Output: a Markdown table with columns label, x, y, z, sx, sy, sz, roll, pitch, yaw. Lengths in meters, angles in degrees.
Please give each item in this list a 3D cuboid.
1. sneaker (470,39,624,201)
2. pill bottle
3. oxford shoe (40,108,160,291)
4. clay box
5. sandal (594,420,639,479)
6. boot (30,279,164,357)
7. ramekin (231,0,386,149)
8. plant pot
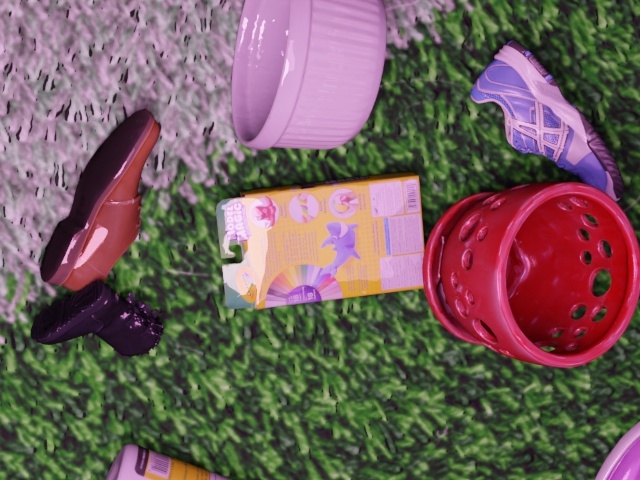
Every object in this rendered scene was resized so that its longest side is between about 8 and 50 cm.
| label | x | y | z | sx | sy | sz | roll | pitch | yaw |
| --- | --- | --- | --- | --- | --- | --- | --- | --- | --- |
| sneaker | 0.251 | -0.118 | 1.642 | 0.081 | 0.080 | 0.211 | -41 | 92 | 6 |
| pill bottle | -0.135 | 0.309 | 1.625 | 0.209 | 0.119 | 0.119 | 22 | 95 | -10 |
| oxford shoe | -0.219 | -0.040 | 1.595 | 0.076 | 0.076 | 0.212 | 23 | 101 | -30 |
| clay box | 0.000 | 0.000 | 1.631 | 0.222 | 0.053 | 0.127 | -6 | 101 | -6 |
| sandal | 0.464 | 0.238 | 1.699 | 0.416 | 0.102 | 0.169 | -43 | 95 | 2 |
| boot | -0.237 | 0.095 | 1.610 | 0.121 | 0.045 | 0.099 | -30 | 134 | 24 |
| ramekin | -0.012 | -0.189 | 1.529 | 0.109 | 0.207 | 0.207 | 8 | 97 | -18 |
| plant pot | 0.213 | 0.030 | 1.586 | 0.191 | 0.174 | 0.191 | -3 | 96 | -30 |
